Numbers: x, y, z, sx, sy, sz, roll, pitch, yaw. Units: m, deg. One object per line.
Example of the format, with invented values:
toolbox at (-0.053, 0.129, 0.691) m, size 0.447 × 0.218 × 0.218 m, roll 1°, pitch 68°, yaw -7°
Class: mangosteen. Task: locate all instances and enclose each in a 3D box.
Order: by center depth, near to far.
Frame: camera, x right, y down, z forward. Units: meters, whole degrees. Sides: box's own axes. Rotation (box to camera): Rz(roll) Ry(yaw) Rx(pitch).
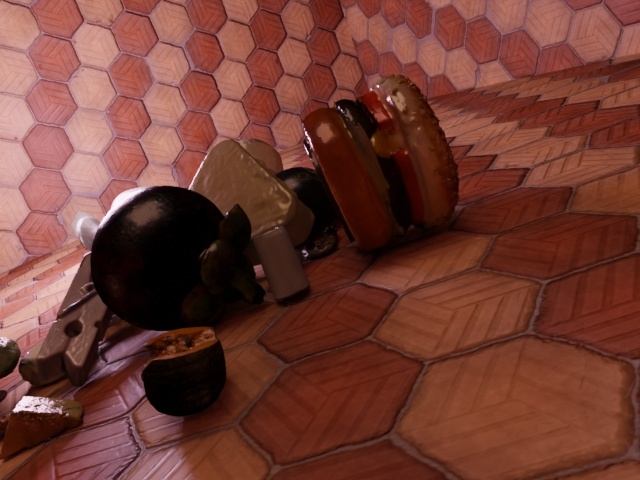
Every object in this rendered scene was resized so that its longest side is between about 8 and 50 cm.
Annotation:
mangosteen at (-0.287, 0.040, 1.105) m, size 0.310 × 0.311 × 0.311 m, roll -19°, pitch 16°, yaw 6°

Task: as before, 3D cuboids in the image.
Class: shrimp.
shrimp at (0.000, 0.000, 1.307) m, size 0.091 × 0.034 × 0.161 m, roll -17°, pitch 17°, yaw 18°

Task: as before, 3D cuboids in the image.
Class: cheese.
cheese at (-0.513, 0.217, 1.188) m, size 0.137 × 0.065 × 0.227 m, roll -3°, pitch 25°, yaw 39°
cheese at (-0.210, -0.091, 1.354) m, size 0.383 × 0.104 × 0.384 m, roll -16°, pitch 56°, yaw 26°

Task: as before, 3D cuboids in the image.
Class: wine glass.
wine glass at (-0.685, -0.063, 2.031) m, size 0.322 × 0.238 × 0.238 m, roll -24°, pitch 15°, yaw 10°

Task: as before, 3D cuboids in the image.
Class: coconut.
coconut at (-0.232, -0.189, 1.864) m, size 0.237 × 0.266 × 0.237 m, roll -9°, pitch -25°, yaw -4°

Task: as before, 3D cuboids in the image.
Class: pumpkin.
pumpkin at (-0.190, 0.187, 0.795) m, size 0.118 × 0.108 × 0.183 m, roll -17°, pitch 7°, yaw -12°

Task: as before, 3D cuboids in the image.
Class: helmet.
helmet at (-0.088, -0.093, 1.457) m, size 0.278 × 0.161 × 0.230 m, roll -27°, pitch 22°, yaw 6°

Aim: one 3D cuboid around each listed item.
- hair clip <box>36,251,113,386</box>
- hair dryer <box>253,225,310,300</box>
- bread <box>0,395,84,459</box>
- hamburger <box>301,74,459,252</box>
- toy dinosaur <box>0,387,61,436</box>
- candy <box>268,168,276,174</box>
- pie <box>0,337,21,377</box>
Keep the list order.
hair clip at (-0.472, 0.147, 1.145) m, size 0.101 × 0.085 × 0.331 m, roll 11°, pitch 36°, yaw -11°
hair dryer at (-0.063, 0.034, 1.149) m, size 0.073 × 0.131 × 0.236 m, roll -21°, pitch 2°, yaw 10°
bread at (-0.441, 0.300, 0.908) m, size 0.109 × 0.080 × 0.084 m, roll 12°, pitch 7°, yaw -18°
hamburger at (0.123, -0.151, 1.129) m, size 0.250 × 0.330 × 0.330 m, roll -26°, pitch 15°, yaw 5°
toy dinosaur at (-0.554, 0.311, 0.948) m, size 0.241 × 0.053 × 0.167 m, roll -17°, pitch 17°, yaw 12°
candy at (-0.225, -0.088, 1.607) m, size 0.289 × 0.157 × 0.214 m, roll -29°, pitch -14°, yaw -22°
pie at (-0.679, 0.291, 1.056) m, size 0.277 × 0.078 × 0.277 m, roll -43°, pitch 11°, yaw 10°
